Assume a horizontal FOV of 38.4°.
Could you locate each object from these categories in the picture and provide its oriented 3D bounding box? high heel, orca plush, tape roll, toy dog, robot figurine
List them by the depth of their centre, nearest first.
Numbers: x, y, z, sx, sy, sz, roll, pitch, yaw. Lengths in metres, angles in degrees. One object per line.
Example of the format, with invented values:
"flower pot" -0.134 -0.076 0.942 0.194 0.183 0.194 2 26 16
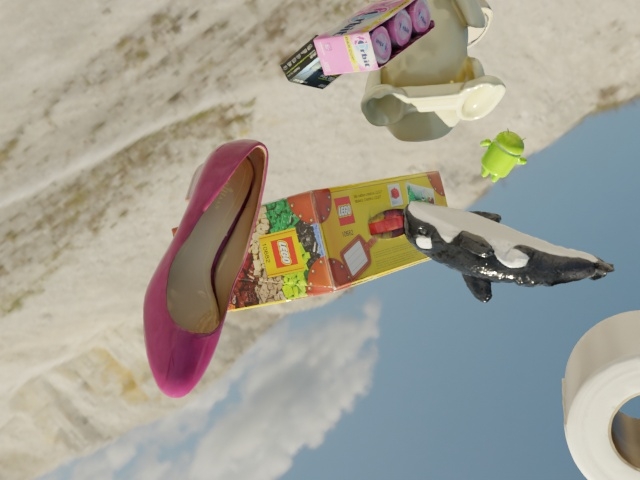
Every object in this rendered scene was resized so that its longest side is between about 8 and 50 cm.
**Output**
"orca plush" 0.244 0.033 1.261 0.151 0.287 0.102 -102 -155 -65
"high heel" -0.161 0.037 1.319 0.181 0.127 0.378 -16 -115 60
"tape roll" 0.484 0.244 1.349 0.246 0.246 0.169 -36 -174 20
"robot figurine" 0.381 -0.180 1.922 0.115 0.101 0.067 -60 -172 33
"toy dog" 0.223 -0.440 1.947 0.284 0.408 0.395 -7 165 8

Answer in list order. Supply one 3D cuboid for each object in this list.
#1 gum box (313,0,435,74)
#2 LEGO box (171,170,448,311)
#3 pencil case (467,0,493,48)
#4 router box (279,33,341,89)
"gum box" 0.090 -0.329 1.451 0.107 0.062 0.188 2 -148 40
"LEGO box" 0.000 0.000 1.944 0.372 0.193 0.500 -13 180 35
"pencil case" 0.262 -0.649 2.255 0.159 0.410 0.183 -6 152 -46
"router box" -0.001 -0.319 1.654 0.092 0.038 0.122 -35 163 28
